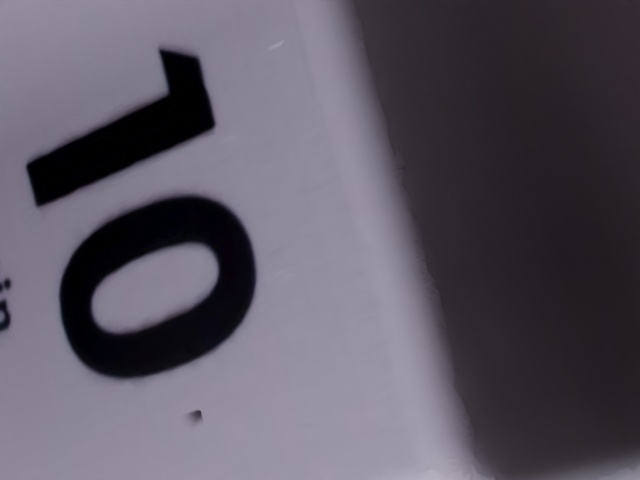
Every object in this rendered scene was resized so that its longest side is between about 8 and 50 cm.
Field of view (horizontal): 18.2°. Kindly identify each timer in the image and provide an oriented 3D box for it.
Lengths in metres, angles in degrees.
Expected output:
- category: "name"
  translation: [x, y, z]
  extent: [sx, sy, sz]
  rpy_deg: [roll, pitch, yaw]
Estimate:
- category: "timer"
  translation: [0.000, 0.000, 0.602]
  extent: [0.195, 0.192, 0.194]
  rpy_deg: [-21, 170, 38]
